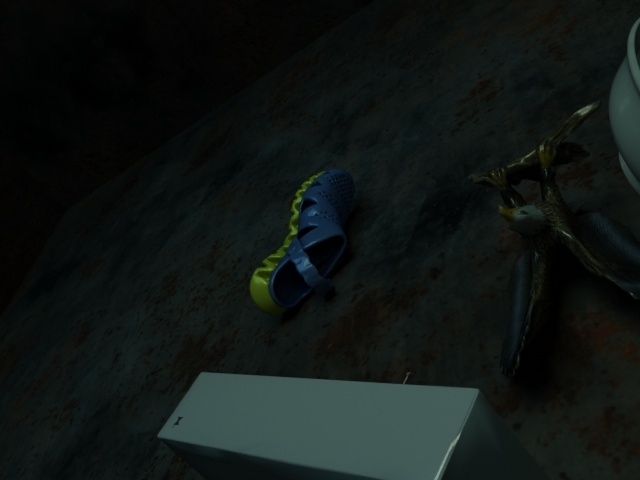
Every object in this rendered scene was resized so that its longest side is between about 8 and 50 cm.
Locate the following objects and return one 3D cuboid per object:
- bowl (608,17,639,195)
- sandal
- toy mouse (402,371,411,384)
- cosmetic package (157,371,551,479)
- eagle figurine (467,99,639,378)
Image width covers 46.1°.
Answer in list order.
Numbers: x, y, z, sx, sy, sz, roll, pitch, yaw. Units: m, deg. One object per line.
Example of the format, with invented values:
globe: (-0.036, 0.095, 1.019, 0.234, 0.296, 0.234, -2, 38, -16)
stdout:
bowl: (0.434, -0.111, 0.838, 0.134, 0.298, 0.297, -59, 5, 50)
sandal: (0.000, 0.000, 1.376, 0.138, 0.126, 0.317, -6, 51, 44)
toy mouse: (0.072, 0.263, 0.964, 0.161, 0.031, 0.143, -35, 27, 12)
cosmetic package: (0.053, 0.252, 0.724, 0.377, 0.284, 0.097, -8, 42, 47)
eagle figurine: (0.293, 0.012, 0.932, 0.226, 0.225, 0.298, 109, 150, -54)
